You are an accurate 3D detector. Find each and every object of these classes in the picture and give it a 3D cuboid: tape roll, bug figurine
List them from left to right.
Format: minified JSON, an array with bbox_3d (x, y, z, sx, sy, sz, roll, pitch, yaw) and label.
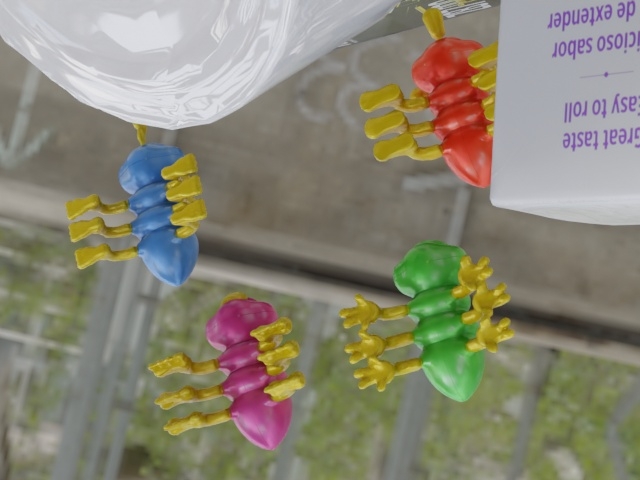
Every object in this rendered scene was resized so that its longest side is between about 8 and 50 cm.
[{"bbox_3d":[-0.081,-0.194,0.794,0.286,0.286,0.100,6,-146,47],"label":"tape roll"},{"bbox_3d":[0.000,0.000,1.011,0.279,0.216,0.072,-17,159,20],"label":"bug figurine"}]

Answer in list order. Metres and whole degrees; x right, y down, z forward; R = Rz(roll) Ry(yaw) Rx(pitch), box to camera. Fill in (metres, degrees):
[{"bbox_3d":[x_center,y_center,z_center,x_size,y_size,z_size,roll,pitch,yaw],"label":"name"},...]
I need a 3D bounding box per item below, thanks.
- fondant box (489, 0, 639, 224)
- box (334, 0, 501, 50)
[{"bbox_3d":[0.188,-0.174,0.724,0.096,0.330,0.238,5,177,-37],"label":"fondant box"},{"bbox_3d":[0.108,-0.239,1.441,0.318,0.097,0.395,-13,-179,9],"label":"box"}]
